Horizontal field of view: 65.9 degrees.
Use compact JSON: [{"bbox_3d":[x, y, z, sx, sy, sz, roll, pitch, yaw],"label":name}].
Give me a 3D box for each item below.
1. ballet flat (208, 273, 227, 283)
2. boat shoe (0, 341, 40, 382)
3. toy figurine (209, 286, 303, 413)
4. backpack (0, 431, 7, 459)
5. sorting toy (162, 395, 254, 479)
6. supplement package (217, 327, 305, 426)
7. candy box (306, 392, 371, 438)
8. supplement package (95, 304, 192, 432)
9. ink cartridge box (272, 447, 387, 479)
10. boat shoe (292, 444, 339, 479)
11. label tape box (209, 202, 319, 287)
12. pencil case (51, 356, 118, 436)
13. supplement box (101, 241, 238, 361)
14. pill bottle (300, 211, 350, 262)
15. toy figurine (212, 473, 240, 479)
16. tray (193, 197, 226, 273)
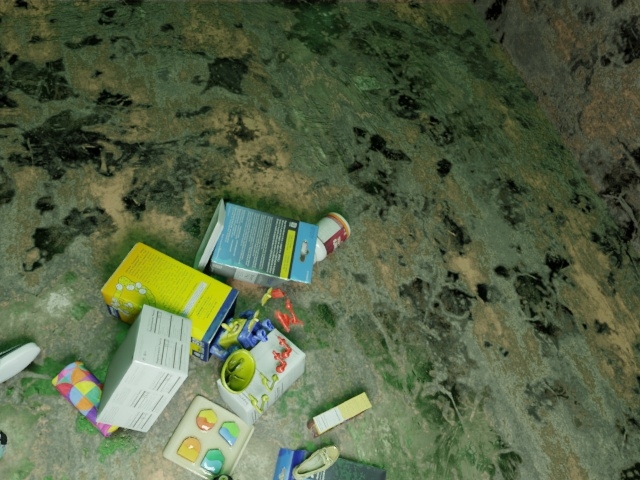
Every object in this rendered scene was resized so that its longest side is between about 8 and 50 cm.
[{"bbox_3d":[-0.339,0.092,1.733,0.068,0.072,0.213,19,52,30],"label":"ballet flat"},{"bbox_3d":[-0.954,0.365,1.384,0.301,0.108,0.102,-36,75,-22],"label":"boat shoe"},{"bbox_3d":[-0.230,0.320,1.454,0.191,0.217,0.363,55,38,-28],"label":"toy figurine"},{"bbox_3d":[-0.939,0.574,1.217,0.225,0.191,0.254,19,63,-10],"label":"backpack"},{"bbox_3d":[-0.325,0.585,1.451,0.208,0.038,0.193,27,57,2],"label":"sorting toy"},{"bbox_3d":[-0.178,0.418,1.518,0.139,0.134,0.244,37,57,23],"label":"supplement package"},{"bbox_3d":[0.057,0.544,1.533,0.186,0.109,0.053,-18,66,-22],"label":"candy box"},{"bbox_3d":[-0.477,0.348,1.344,0.145,0.262,0.204,25,28,-26],"label":"supplement package"},{"bbox_3d":[0.024,0.724,1.447,0.332,0.065,0.166,14,58,-5],"label":"ink cartridge box"},{"bbox_3d":[-0.009,0.638,1.421,0.152,0.048,0.056,-17,65,-24],"label":"boat shoe"},{"bbox_3d":[-0.191,0.029,1.705,0.333,0.106,0.241,14,58,-10],"label":"label tape box"},{"bbox_3d":[-0.654,0.447,1.413,0.236,0.104,0.104,42,59,10],"label":"pencil case"},{"bbox_3d":[-0.464,0.197,1.552,0.356,0.194,0.195,26,57,2],"label":"supplement box"},{"bbox_3d":[0.000,0.000,1.832,0.121,0.121,0.221,43,59,12],"label":"pill bottle"},{"bbox_3d":[-0.262,0.745,1.292,0.213,0.148,0.209,-40,81,-25],"label":"toy figurine"},{"bbox_3d":[-0.367,0.004,1.636,0.030,0.270,0.145,20,34,-18],"label":"tray"}]
